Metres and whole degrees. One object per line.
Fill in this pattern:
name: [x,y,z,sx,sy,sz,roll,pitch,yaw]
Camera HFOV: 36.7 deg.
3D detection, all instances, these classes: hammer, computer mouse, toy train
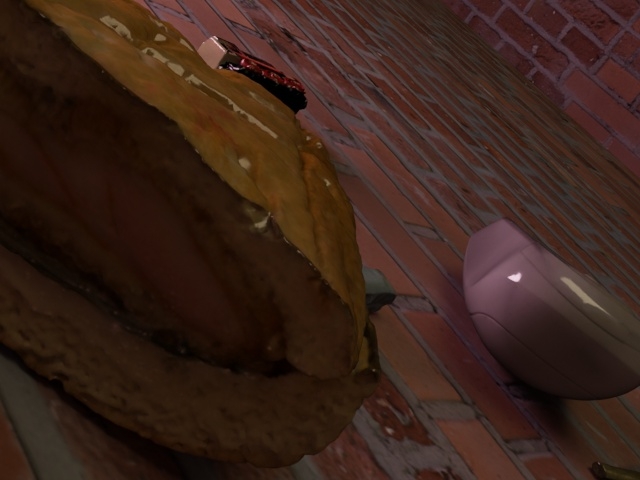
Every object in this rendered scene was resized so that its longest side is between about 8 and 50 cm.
hammer: [0.319,0.231,0.924,0.199,0.013,0.062,22,25,-37]
computer mouse: [0.221,0.075,0.949,0.184,0.121,0.297,34,7,-6]
toy train: [-0.076,-0.182,1.097,0.138,0.050,0.087,14,28,-48]

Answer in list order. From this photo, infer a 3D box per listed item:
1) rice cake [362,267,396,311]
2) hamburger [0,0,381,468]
rice cake: [0.003,0.041,0.779,0.180,0.030,0.042,7,40,-53]
hamburger: [-0.096,-0.023,0.570,0.330,0.162,0.209,38,18,6]
